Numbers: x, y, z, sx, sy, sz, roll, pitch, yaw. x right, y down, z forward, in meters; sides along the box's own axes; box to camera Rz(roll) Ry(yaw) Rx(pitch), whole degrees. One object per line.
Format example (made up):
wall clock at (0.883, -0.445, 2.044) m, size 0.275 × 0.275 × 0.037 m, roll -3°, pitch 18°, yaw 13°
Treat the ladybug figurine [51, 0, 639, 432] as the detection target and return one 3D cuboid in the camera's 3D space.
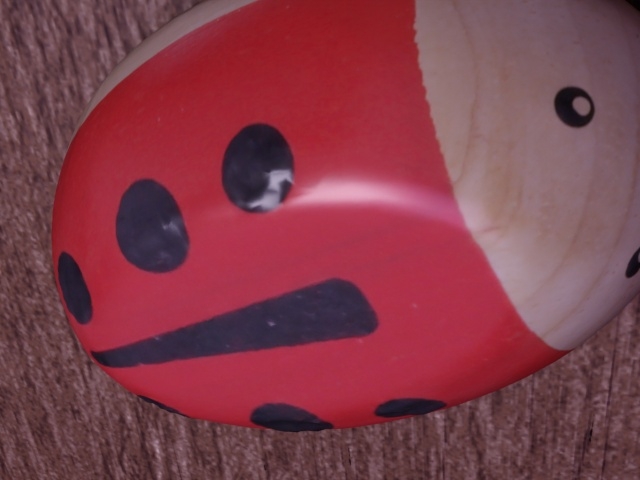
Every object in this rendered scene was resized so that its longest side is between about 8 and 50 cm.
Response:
ladybug figurine at (0.000, 0.000, 0.623) m, size 0.449 × 0.162 × 0.305 m, roll -19°, pitch 118°, yaw 32°
